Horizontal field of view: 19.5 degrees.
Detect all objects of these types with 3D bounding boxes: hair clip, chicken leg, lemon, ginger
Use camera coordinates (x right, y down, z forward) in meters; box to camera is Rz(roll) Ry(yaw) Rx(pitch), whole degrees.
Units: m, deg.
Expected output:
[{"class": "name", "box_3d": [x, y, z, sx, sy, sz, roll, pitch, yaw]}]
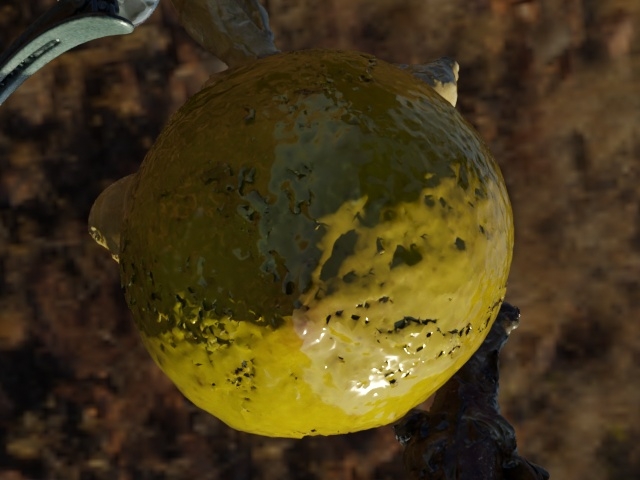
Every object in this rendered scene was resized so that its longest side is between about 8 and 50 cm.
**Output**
[{"class": "hair clip", "box_3d": [-0.226, -0.131, 1.441, 0.039, 0.229, 0.070, 18, 47, -41]}, {"class": "chicken leg", "box_3d": [0.122, 0.153, 1.571, 0.080, 0.125, 0.196, 100, -19, -80]}, {"class": "lemon", "box_3d": [0.000, 0.000, 1.237, 0.310, 0.258, 0.258, -40, 121, -67]}, {"class": "ginger", "box_3d": [-0.044, -0.112, 1.991, 0.122, 0.348, 0.363, 95, 10, -66]}]

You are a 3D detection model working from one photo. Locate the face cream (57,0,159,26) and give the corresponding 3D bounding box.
[{"class": "face cream", "box_3d": [-0.175, -0.294, 1.639, 0.311, 0.092, 0.092, -92, 160, -55]}]
